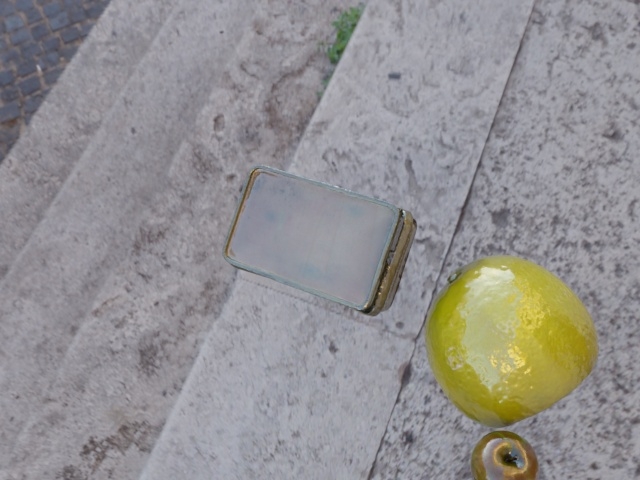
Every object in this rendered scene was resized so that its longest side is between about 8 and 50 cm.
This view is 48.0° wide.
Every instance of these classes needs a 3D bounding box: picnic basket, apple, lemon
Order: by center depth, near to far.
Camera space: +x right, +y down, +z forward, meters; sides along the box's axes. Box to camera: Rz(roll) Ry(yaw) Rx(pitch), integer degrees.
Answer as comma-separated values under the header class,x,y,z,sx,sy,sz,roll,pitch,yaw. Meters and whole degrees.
class,x,y,z,sx,sy,sz,roll,pitch,yaw
apple,0.236,0.291,0.928,0.089,0.074,0.090,9,60,-16
lemon,0.259,0.130,1.034,0.240,0.240,0.219,-33,87,-14
picnic basket,0.000,0.000,1.076,0.266,0.139,0.165,18,90,19
